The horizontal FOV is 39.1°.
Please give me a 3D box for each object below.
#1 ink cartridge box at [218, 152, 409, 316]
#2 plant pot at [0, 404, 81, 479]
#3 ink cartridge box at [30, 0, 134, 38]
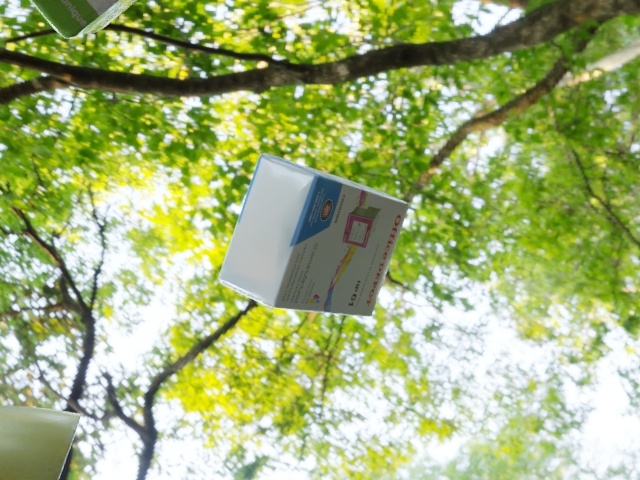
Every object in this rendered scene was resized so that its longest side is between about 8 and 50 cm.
[{"bbox_3d":[0.000,0.000,0.606,0.122,0.052,0.088,11,-81,-57],"label":"ink cartridge box"},{"bbox_3d":[-0.179,0.130,0.413,0.095,0.134,0.134,21,-88,-11],"label":"plant pot"},{"bbox_3d":[-0.053,-0.230,0.334,0.255,0.097,0.189,-38,-72,3],"label":"ink cartridge box"}]
